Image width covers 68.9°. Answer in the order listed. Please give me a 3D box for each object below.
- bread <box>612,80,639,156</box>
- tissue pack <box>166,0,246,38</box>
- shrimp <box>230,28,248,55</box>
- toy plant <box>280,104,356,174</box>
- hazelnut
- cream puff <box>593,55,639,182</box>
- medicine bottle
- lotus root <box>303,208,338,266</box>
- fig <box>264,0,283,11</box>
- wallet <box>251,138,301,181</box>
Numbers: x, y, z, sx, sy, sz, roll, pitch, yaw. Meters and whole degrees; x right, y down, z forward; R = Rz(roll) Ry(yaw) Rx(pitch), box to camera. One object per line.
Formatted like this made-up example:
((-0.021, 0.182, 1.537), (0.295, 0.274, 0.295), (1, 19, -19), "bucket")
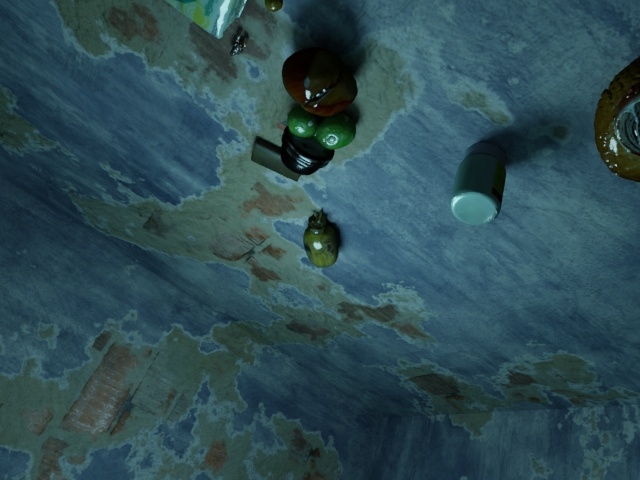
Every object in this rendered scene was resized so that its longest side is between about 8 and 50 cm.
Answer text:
((0.667, -0.243, 0.921), (0.160, 0.073, 0.161), (18, 132, 22), "bread")
((-0.340, -0.734, 1.124), (0.388, 0.162, 0.287), (32, 142, -12), "tissue pack")
((-0.239, -0.579, 1.384), (0.038, 0.029, 0.092), (31, 141, -9), "shrimp")
((-0.020, -0.321, 1.482), (0.217, 0.176, 0.235), (16, 138, -20), "toy plant")
((-0.011, -0.437, 1.310), (0.180, 0.181, 0.212), (-32, 130, 29), "hazelnut")
((0.769, -0.282, 1.029), (0.302, 0.212, 0.303), (18, 138, 17), "cream puff")
((0.459, -0.166, 1.347), (0.139, 0.226, 0.139), (15, 144, 11), "medicine bottle")
((-0.001, 0.002, 1.923), (0.154, 0.154, 0.278), (11, 139, 18), "lotus root")
((-0.124, -0.643, 1.218), (0.050, 0.050, 0.083), (9, 133, 20), "fig")
((-0.156, -0.292, 1.715), (0.198, 0.031, 0.110), (25, 146, -2), "wallet")
